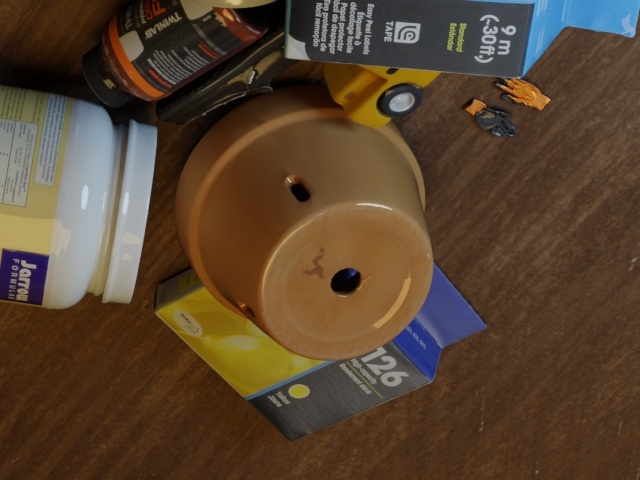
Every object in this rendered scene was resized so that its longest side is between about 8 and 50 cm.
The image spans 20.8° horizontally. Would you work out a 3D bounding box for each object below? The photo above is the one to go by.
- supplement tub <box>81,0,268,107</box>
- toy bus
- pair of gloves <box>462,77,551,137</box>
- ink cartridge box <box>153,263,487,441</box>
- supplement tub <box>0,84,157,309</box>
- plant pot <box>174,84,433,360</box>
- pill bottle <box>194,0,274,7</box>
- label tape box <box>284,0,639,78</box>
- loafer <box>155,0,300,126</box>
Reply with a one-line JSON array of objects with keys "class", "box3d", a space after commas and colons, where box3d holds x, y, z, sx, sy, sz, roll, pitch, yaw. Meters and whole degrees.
[{"class": "supplement tub", "box3d": [-0.160, -0.218, 1.861, 0.198, 0.106, 0.106, -29, 126, 22]}, {"class": "toy bus", "box3d": [0.116, -0.264, 1.801, 0.130, 0.108, 0.333, 19, 131, -38]}, {"class": "pair of gloves", "box3d": [0.213, -0.154, 1.989, 0.074, 0.010, 0.083, 31, 126, -26]}, {"class": "ink cartridge box", "box3d": [0.004, 0.100, 2.180, 0.307, 0.072, 0.303, -25, 127, 24]}, {"class": "supplement tub", "box3d": [-0.359, -0.053, 1.917, 0.331, 0.241, 0.241, 9, 132, -8]}, {"class": "plant pot", "box3d": [0.000, 0.000, 1.939, 0.291, 0.203, 0.291, -9, 122, -15]}, {"class": "pill bottle", "box3d": [-0.086, -0.350, 1.691, 0.131, 0.131, 0.229, -1, 117, 0]}, {"class": "label tape box", "box3d": [0.145, -0.285, 1.627, 0.348, 0.115, 0.249, 6, 130, 1]}, {"class": "loafer", "box3d": [-0.086, -0.181, 1.911, 0.220, 0.080, 0.078, -28, 129, 24]}]
